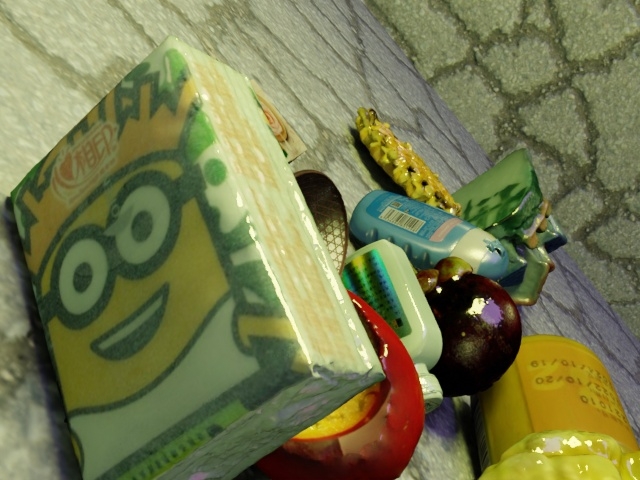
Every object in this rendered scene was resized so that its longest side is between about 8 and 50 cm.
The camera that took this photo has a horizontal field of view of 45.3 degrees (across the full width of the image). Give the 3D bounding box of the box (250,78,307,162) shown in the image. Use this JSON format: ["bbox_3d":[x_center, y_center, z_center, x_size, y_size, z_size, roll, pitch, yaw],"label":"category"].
[{"bbox_3d":[-0.110,-0.139,1.063,0.135,0.081,0.199,52,20,-5],"label":"box"}]

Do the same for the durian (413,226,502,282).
[{"bbox_3d":[0.214,0.032,1.365,0.198,0.163,0.394,51,28,0],"label":"durian"}]

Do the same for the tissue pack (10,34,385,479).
[{"bbox_3d":[-0.115,0.028,0.611,0.128,0.228,0.311,18,41,-54],"label":"tissue pack"}]

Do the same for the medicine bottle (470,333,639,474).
[{"bbox_3d":[0.342,0.329,1.083,0.224,0.224,0.384,45,23,-20],"label":"medicine bottle"}]

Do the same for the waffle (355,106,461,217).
[{"bbox_3d":[0.185,-0.159,1.648,0.329,0.062,0.329,42,15,-14],"label":"waffle"}]

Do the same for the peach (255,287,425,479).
[{"bbox_3d":[-0.011,0.131,0.720,0.226,0.190,0.196,55,30,-16],"label":"peach"}]

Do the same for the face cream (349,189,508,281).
[{"bbox_3d":[0.183,-0.003,1.255,0.264,0.083,0.149,25,37,29],"label":"face cream"}]

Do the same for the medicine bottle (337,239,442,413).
[{"bbox_3d":[0.092,0.121,1.024,0.083,0.121,0.229,27,35,-49],"label":"medicine bottle"}]

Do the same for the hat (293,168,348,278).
[{"bbox_3d":[-0.047,0.001,0.990,0.193,0.082,0.193,-17,111,-53],"label":"hat"}]

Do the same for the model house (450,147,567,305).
[{"bbox_3d":[0.458,0.021,1.765,0.329,0.251,0.295,52,21,-21],"label":"model house"}]

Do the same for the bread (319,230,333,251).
[{"bbox_3d":[0.000,0.000,1.104,0.066,0.060,0.110,66,18,-6],"label":"bread"}]

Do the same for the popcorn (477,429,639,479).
[{"bbox_3d":[0.226,0.357,0.751,0.334,0.292,0.294,29,41,-33],"label":"popcorn"}]

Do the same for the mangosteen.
[{"bbox_3d":[0.180,0.113,1.114,0.230,0.194,0.194,58,22,6],"label":"mangosteen"}]
